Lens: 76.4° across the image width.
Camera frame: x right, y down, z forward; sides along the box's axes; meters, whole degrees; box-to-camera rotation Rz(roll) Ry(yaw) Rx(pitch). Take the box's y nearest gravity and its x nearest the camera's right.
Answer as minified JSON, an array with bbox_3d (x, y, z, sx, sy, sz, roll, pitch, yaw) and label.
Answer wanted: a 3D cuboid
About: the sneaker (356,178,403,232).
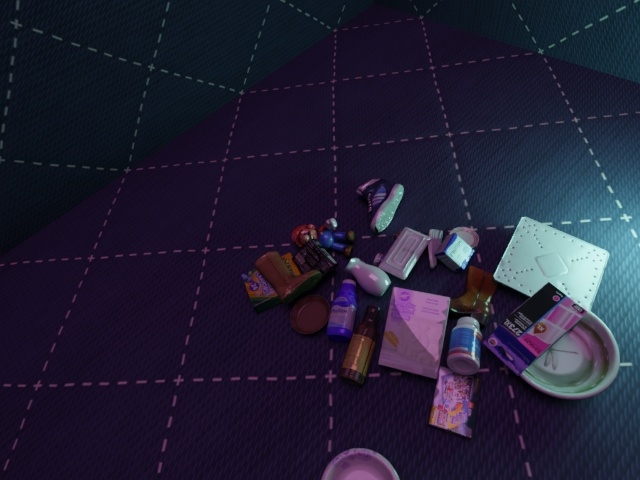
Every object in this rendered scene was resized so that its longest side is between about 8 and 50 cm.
[{"bbox_3d":[0.278,-0.197,2.183,0.236,0.130,0.323,18,65,33],"label":"sneaker"}]

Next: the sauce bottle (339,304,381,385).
[{"bbox_3d":[0.184,0.442,1.746,0.111,0.111,0.344,13,57,20],"label":"sauce bottle"}]

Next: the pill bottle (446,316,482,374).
[{"bbox_3d":[0.588,0.420,1.650,0.124,0.124,0.221,10,41,18],"label":"pill bottle"}]

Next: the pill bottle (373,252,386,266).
[{"bbox_3d":[0.325,0.112,1.976,0.120,0.067,0.067,22,62,25],"label":"pill bottle"}]

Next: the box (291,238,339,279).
[{"bbox_3d":[-0.025,0.104,1.981,0.147,0.077,0.180,-47,73,16],"label":"box"}]

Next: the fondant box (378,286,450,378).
[{"bbox_3d":[0.392,0.380,1.695,0.238,0.096,0.330,9,76,18],"label":"fondant box"}]

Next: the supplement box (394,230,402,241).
[{"bbox_3d":[0.412,-0.001,2.047,0.043,0.055,0.083,-31,56,-13],"label":"supplement box"}]

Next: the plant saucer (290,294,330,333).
[{"bbox_3d":[-0.043,0.347,1.887,0.199,0.036,0.198,-14,50,17],"label":"plant saucer"}]

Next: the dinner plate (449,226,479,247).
[{"bbox_3d":[0.707,-0.010,2.010,0.141,0.017,0.141,-4,51,5],"label":"dinner plate"}]

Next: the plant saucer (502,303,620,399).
[{"bbox_3d":[0.928,0.427,1.602,0.400,0.100,0.400,-7,56,11],"label":"plant saucer"}]

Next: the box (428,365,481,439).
[{"bbox_3d":[0.523,0.627,1.584,0.159,0.044,0.233,12,58,19],"label":"box"}]

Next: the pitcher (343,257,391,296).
[{"bbox_3d":[0.233,0.164,1.930,0.207,0.178,0.125,36,112,16],"label":"pitcher"}]

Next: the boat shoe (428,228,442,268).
[{"bbox_3d":[0.565,0.036,1.974,0.081,0.079,0.227,0,52,17],"label":"boat shoe"}]

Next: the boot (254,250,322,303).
[{"bbox_3d":[-0.158,0.140,1.941,0.236,0.089,0.269,-32,54,-11],"label":"boot"}]

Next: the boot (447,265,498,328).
[{"bbox_3d":[0.644,0.221,1.817,0.264,0.096,0.280,16,59,22],"label":"boot"}]

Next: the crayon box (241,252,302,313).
[{"bbox_3d":[-0.206,0.197,2.015,0.323,0.083,0.203,-25,54,-7],"label":"crayon box"}]

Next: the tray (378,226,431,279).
[{"bbox_3d":[0.403,0.050,1.941,0.145,0.030,0.270,26,65,26],"label":"tray"}]

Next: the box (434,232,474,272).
[{"bbox_3d":[0.630,0.058,1.911,0.137,0.072,0.126,40,66,-6],"label":"box"}]

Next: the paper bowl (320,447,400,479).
[{"bbox_3d":[0.144,0.887,1.413,0.284,0.148,0.284,-6,55,8],"label":"paper bowl"}]

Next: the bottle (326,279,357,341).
[{"bbox_3d":[0.108,0.315,1.855,0.118,0.092,0.283,-7,52,30],"label":"bottle"}]

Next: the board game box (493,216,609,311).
[{"bbox_3d":[1.020,0.120,1.811,0.390,0.050,0.390,28,64,19],"label":"board game box"}]

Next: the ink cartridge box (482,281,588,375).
[{"bbox_3d":[0.836,0.338,1.591,0.371,0.069,0.176,-37,55,-9],"label":"ink cartridge box"}]

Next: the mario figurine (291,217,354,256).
[{"bbox_3d":[0.000,0.000,2.062,0.320,0.170,0.198,7,59,14],"label":"mario figurine"}]
